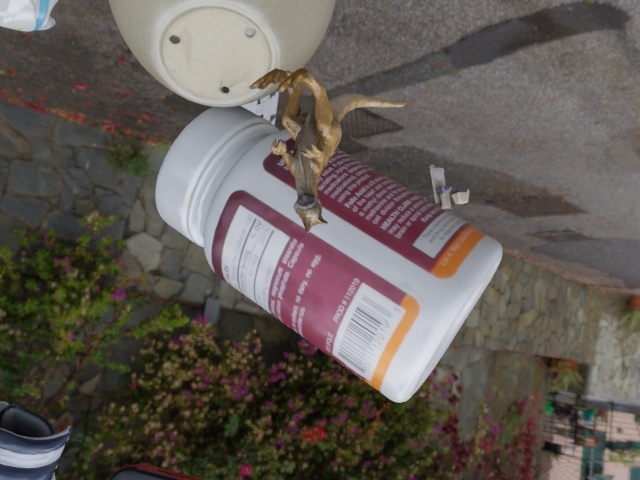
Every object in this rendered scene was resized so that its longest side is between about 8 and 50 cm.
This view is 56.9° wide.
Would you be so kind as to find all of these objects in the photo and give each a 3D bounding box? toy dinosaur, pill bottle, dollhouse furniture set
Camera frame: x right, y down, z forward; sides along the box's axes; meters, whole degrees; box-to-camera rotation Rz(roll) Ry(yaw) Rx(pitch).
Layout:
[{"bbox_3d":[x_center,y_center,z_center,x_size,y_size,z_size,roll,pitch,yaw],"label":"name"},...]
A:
[{"bbox_3d":[-0.001,-0.095,0.489,0.064,0.211,0.112,-9,130,33],"label":"toy dinosaur"},{"bbox_3d":[0.000,0.000,0.740,0.392,0.224,0.224,33,177,18],"label":"pill bottle"},{"bbox_3d":[0.169,-0.092,0.970,0.114,0.081,0.091,-2,171,-24],"label":"dollhouse furniture set"}]

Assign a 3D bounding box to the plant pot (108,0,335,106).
[{"bbox_3d":[-0.114,-0.264,0.675,0.284,0.190,0.284,-2,143,-1],"label":"plant pot"}]

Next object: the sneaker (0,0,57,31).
[{"bbox_3d":[-0.315,-0.345,0.656,0.087,0.228,0.092,44,-154,21],"label":"sneaker"}]

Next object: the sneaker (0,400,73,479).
[{"bbox_3d":[-0.325,0.267,0.648,0.099,0.153,0.282,18,158,2],"label":"sneaker"}]

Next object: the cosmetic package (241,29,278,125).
[{"bbox_3d":[-0.110,-0.272,1.011,0.061,0.239,0.099,18,-149,12],"label":"cosmetic package"}]

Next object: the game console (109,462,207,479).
[{"bbox_3d":[-0.206,0.565,0.965,0.387,0.341,0.060,3,175,25],"label":"game console"}]
